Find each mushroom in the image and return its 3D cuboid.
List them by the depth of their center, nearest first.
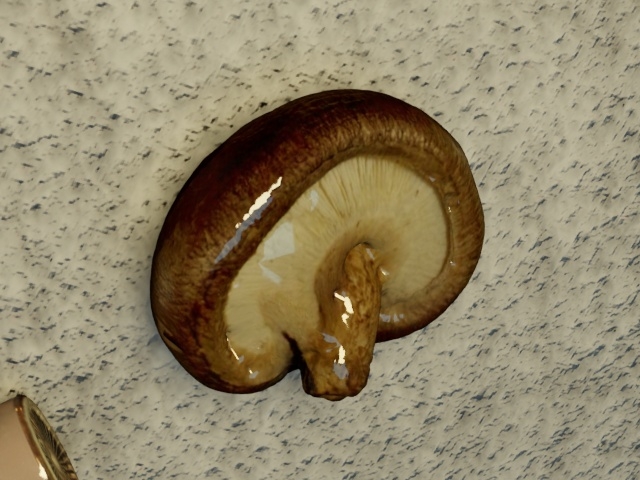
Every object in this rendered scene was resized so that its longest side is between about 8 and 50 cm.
[{"bbox_3d":[-0.008,-0.004,0.906,0.231,0.138,0.194,-11,108,-30],"label":"mushroom"}]

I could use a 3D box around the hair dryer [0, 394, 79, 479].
[{"bbox_3d":[-0.218,0.271,0.990,0.189,0.107,0.344,-28,130,-6],"label":"hair dryer"}]
